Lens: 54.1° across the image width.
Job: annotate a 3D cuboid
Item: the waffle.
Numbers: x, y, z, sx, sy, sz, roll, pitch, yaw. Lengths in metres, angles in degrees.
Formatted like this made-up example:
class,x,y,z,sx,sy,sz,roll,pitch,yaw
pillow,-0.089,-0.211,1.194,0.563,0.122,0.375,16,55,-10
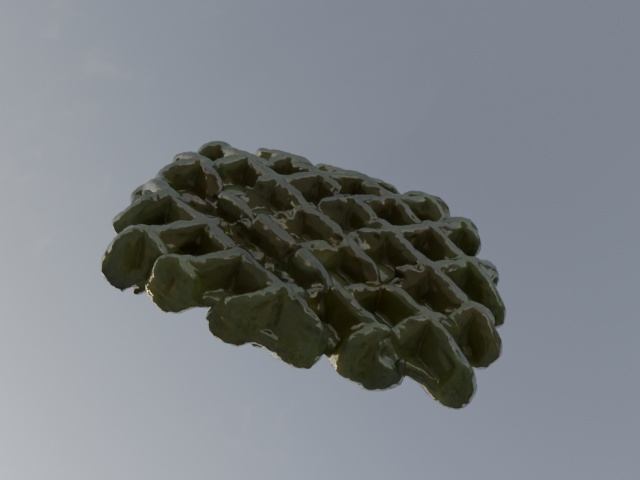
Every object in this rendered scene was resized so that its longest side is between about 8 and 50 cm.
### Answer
class,x,y,z,sx,sy,sz,roll,pitch,yaw
waffle,0.000,0.000,0.501,0.309,0.292,0.056,17,-61,4
